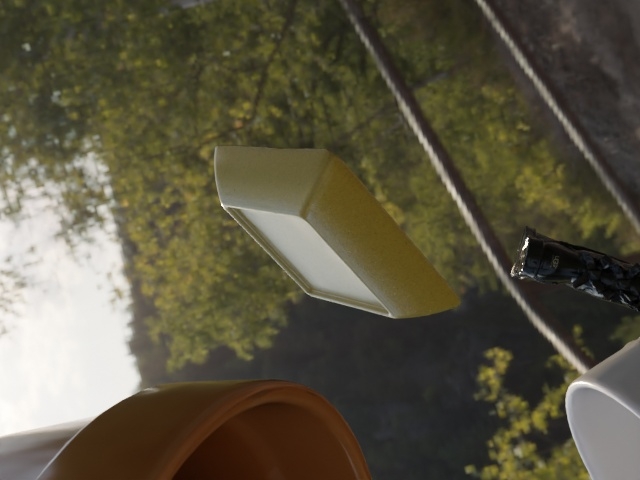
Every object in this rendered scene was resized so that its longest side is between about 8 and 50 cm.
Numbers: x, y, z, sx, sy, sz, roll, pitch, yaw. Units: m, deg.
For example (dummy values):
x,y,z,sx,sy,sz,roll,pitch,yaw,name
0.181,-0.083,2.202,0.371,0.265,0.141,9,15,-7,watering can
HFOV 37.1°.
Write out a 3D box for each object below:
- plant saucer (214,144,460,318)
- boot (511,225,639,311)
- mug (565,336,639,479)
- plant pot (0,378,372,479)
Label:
x,y,z,sx,sy,sz,roll,pitch,yaw,name
0.000,0.000,1.433,0.333,0.081,0.332,47,160,-29,plant saucer
0.210,0.023,0.773,0.121,0.099,0.045,-22,-53,-83,boot
0.396,0.134,0.784,0.276,0.328,0.374,62,173,-15,mug
-0.112,0.209,0.464,0.291,0.203,0.291,5,-95,-63,plant pot
